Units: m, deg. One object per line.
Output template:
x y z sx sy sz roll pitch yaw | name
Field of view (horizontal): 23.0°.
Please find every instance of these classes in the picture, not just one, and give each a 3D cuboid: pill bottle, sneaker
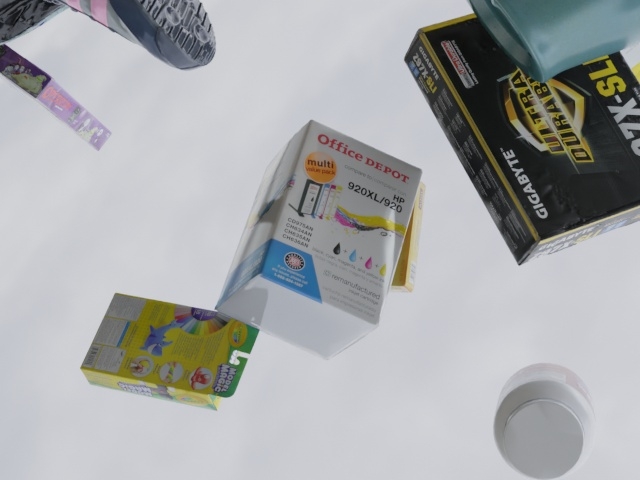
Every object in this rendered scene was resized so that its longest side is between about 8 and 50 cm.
0.267 0.219 1.873 0.121 0.121 0.216 -41 178 9 | pill bottle
-0.251 -0.283 1.657 0.131 0.319 0.112 -36 -165 32 | sneaker

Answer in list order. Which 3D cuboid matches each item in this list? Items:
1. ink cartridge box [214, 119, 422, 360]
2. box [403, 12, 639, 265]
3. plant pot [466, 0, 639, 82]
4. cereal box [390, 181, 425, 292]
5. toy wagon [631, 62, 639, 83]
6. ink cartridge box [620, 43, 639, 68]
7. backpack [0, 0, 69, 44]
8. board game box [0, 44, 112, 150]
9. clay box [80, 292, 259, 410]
0.000 0.000 2.013 0.168 0.171 0.232 -41 -152 60 | ink cartridge box
0.293 -0.154 2.007 0.257 0.322 0.079 -18 160 -26 | box
0.308 -0.331 1.867 0.255 0.271 0.271 -37 -156 -1 | plant pot
0.032 -0.011 2.381 0.240 0.047 0.173 1 -106 21 | cereal box
0.521 -0.315 2.562 0.267 0.344 0.068 -49 -147 42 | toy wagon
0.417 -0.354 2.280 0.127 0.176 0.128 -39 -141 -13 | ink cartridge box
-0.396 -0.401 2.066 0.253 0.225 0.191 -29 -147 -15 | backpack
-0.480 -0.260 2.603 0.056 0.208 0.347 -49 168 -3 | board game box
-0.195 0.151 2.109 0.222 0.053 0.127 10 -122 18 | clay box
